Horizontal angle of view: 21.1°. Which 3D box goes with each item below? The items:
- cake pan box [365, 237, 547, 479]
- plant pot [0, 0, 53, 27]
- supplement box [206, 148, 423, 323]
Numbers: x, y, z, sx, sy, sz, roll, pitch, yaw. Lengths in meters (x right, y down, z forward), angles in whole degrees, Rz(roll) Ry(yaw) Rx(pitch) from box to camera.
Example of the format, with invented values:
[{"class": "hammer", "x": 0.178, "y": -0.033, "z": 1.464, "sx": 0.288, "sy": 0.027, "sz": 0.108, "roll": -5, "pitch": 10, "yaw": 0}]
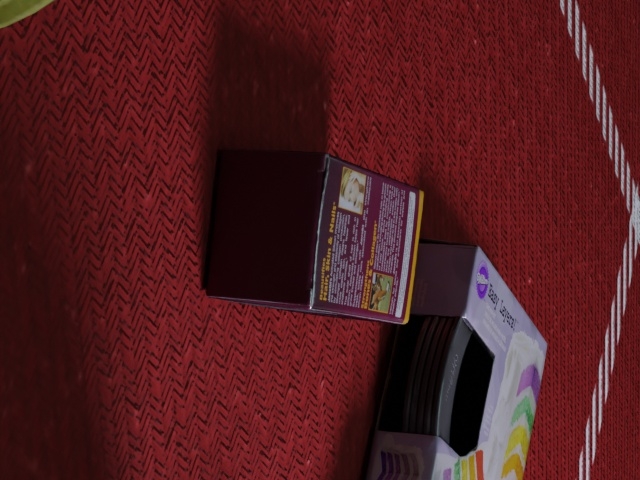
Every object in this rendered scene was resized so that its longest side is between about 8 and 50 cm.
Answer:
[{"class": "cake pan box", "x": 0.123, "y": 0.156, "z": 1.532, "sx": 0.267, "sy": 0.070, "sz": 0.246, "roll": 50, "pitch": 47, "yaw": -57}, {"class": "plant pot", "x": -0.234, "y": -0.121, "z": 0.473, "sx": 0.254, "sy": 0.276, "sz": 0.276, "roll": -46, "pitch": 136, "yaw": -40}, {"class": "supplement box", "x": 0.000, "y": 0.000, "z": 1.203, "sx": 0.188, "sy": 0.081, "sz": 0.104, "roll": 15, "pitch": 81, "yaw": -66}]
